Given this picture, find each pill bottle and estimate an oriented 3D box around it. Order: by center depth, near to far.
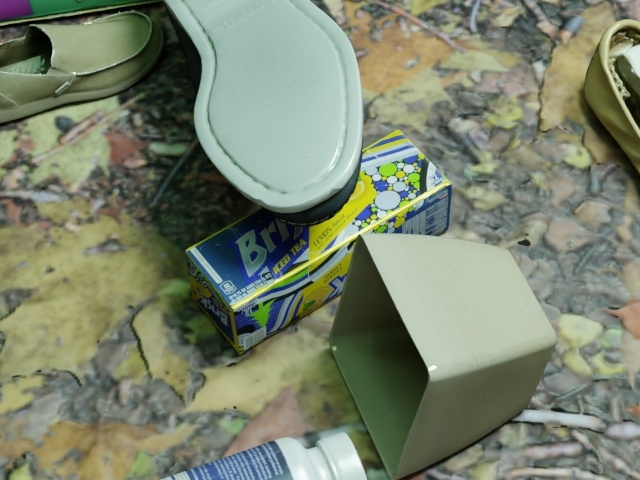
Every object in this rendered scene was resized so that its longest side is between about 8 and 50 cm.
[{"bbox_3d":[-0.034,0.151,0.934,0.120,0.067,0.067,-18,55,-10],"label":"pill bottle"}]

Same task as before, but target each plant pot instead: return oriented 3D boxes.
[{"bbox_3d":[0.076,0.061,0.980,0.096,0.109,0.109,-10,52,-21],"label":"plant pot"}]

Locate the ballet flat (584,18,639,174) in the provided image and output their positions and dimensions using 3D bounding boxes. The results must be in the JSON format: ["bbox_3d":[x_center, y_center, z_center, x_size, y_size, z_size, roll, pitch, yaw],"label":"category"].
[{"bbox_3d":[0.245,-0.055,1.071,0.080,0.073,0.232,-26,57,-15],"label":"ballet flat"}]

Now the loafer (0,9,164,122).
[{"bbox_3d":[-0.179,-0.127,1.160,0.148,0.050,0.056,-25,56,-15],"label":"loafer"}]

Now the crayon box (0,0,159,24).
[{"bbox_3d":[-0.151,-0.325,1.272,0.362,0.106,0.313,-9,55,-4],"label":"crayon box"}]

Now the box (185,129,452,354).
[{"bbox_3d":[0.000,0.000,1.054,0.169,0.054,0.059,-30,57,-19],"label":"box"}]

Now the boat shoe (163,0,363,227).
[{"bbox_3d":[-0.031,-0.103,1.080,0.114,0.091,0.302,-22,44,4],"label":"boat shoe"}]
